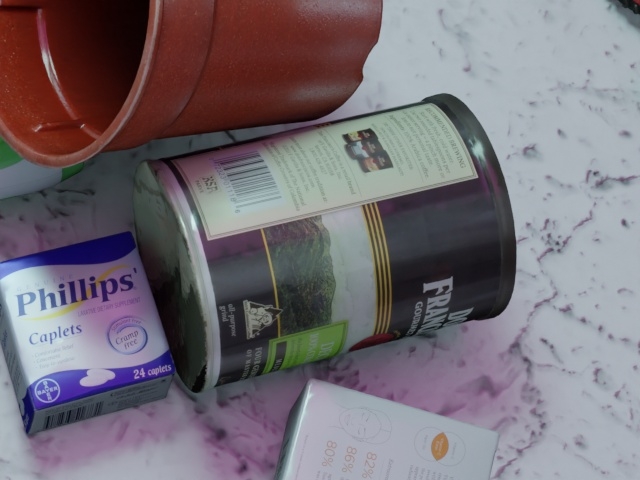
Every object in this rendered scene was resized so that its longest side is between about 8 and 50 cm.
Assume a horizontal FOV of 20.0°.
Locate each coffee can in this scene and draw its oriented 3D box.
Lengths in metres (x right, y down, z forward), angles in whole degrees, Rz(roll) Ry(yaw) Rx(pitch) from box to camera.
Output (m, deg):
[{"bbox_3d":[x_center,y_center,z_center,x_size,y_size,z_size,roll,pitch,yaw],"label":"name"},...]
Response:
[{"bbox_3d":[0.000,0.000,1.548,0.275,0.201,0.201,-13,71,-16],"label":"coffee can"}]

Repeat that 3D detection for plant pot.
[{"bbox_3d":[-0.110,-0.197,1.488,0.265,0.272,0.272,-4,66,-42],"label":"plant pot"}]

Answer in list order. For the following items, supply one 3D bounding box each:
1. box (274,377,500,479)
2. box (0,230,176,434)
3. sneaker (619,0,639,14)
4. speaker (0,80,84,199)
[{"bbox_3d":[0.048,0.209,1.529,0.170,0.091,0.130,17,65,-4],"label":"box"},{"bbox_3d":[-0.204,0.077,1.542,0.126,0.072,0.137,-14,70,-18],"label":"box"},{"bbox_3d":[0.323,-0.339,1.812,0.125,0.104,0.262,-14,68,-25],"label":"sneaker"},{"bbox_3d":[-0.358,-0.077,1.547,0.296,0.131,0.131,-14,71,-17],"label":"speaker"}]
